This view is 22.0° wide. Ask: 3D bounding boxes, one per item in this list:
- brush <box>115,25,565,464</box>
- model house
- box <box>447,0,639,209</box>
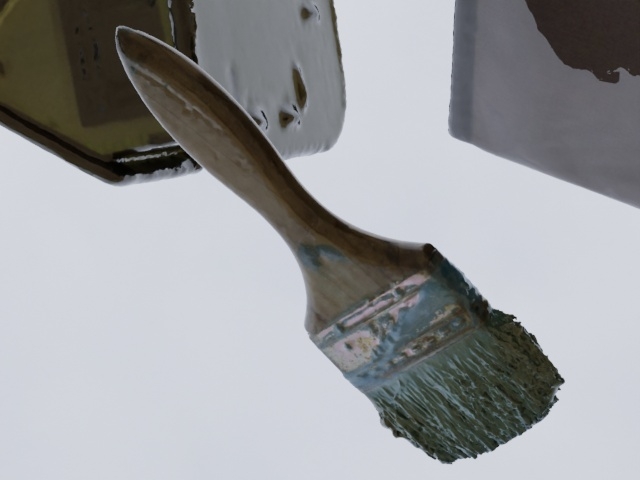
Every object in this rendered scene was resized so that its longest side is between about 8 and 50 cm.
[{"bbox_3d":[0.000,0.000,0.556,0.196,0.070,0.021,47,-142,-14],"label":"brush"},{"bbox_3d":[-0.149,-0.130,0.951,0.218,0.278,0.205,-15,-82,-70],"label":"model house"},{"bbox_3d":[0.188,-0.095,0.564,0.252,0.188,0.153,19,-123,15],"label":"box"}]
